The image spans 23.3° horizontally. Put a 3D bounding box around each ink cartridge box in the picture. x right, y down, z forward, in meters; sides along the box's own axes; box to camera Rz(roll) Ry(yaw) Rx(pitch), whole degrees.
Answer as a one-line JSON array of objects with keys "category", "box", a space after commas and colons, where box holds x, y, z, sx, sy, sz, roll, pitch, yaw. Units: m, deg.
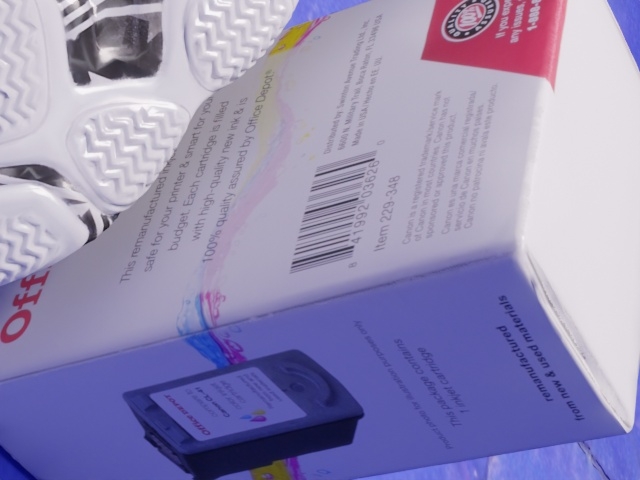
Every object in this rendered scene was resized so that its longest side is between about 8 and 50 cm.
[{"category": "ink cartridge box", "box": [0.000, 0.000, 0.771, 0.131, 0.306, 0.226, 53, 37, -33]}]

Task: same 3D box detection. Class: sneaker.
[{"category": "sneaker", "box": [-0.137, -0.115, 0.780, 0.366, 0.210, 0.137, -45, 120, -18]}]
